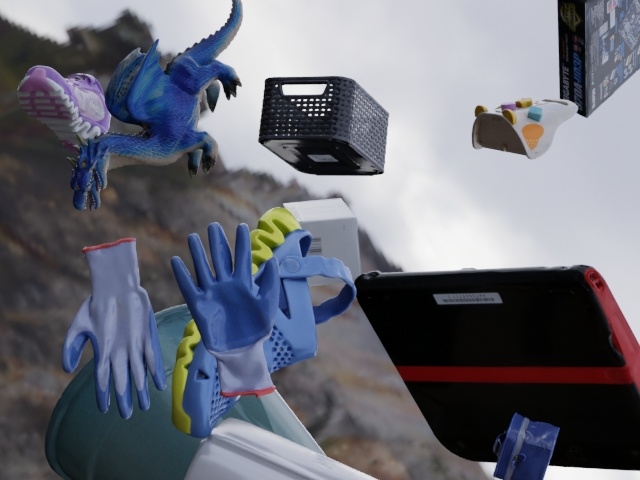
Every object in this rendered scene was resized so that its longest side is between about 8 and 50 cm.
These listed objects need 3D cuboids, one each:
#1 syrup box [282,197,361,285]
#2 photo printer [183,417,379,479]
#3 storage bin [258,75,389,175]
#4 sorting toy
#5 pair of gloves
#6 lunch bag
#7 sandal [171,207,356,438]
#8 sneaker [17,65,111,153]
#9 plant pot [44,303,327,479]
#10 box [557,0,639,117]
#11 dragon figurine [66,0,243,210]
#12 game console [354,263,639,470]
[{"bbox_3d":[0.000,0.000,2.277,0.237,0.096,0.093,-123,-152,-80],"label":"syrup box"},{"bbox_3d":[0.001,0.312,1.823,0.308,0.107,0.256,24,-1,4],"label":"photo printer"},{"bbox_3d":[0.006,-0.144,2.019,0.180,0.122,0.084,34,59,-66],"label":"storage bin"},{"bbox_3d":[0.181,-0.106,1.367,0.083,0.075,0.045,18,-53,59],"label":"sorting toy"},{"bbox_3d":[-0.130,0.070,1.369,0.023,0.198,0.159,-178,-99,-85],"label":"pair of gloves"},{"bbox_3d":[0.230,0.241,1.790,0.098,0.065,0.067,-32,138,-74],"label":"lunch bag"},{"bbox_3d":[-0.062,0.097,1.764,0.138,0.317,0.126,25,-36,11],"label":"sandal"},{"bbox_3d":[-0.393,-0.223,2.466,0.095,0.104,0.236,10,-19,21],"label":"sneaker"},{"bbox_3d":[-0.150,0.320,2.199,0.334,0.341,0.341,43,-25,30],"label":"plant pot"},{"bbox_3d":[0.390,-0.295,2.099,0.051,0.175,0.220,33,-26,31],"label":"box"},{"bbox_3d":[-0.168,-0.156,1.638,0.144,0.289,0.085,22,-10,-22],"label":"dragon figurine"},{"bbox_3d":[0.261,0.167,2.081,0.387,0.060,0.342,-4,-55,41],"label":"game console"}]
